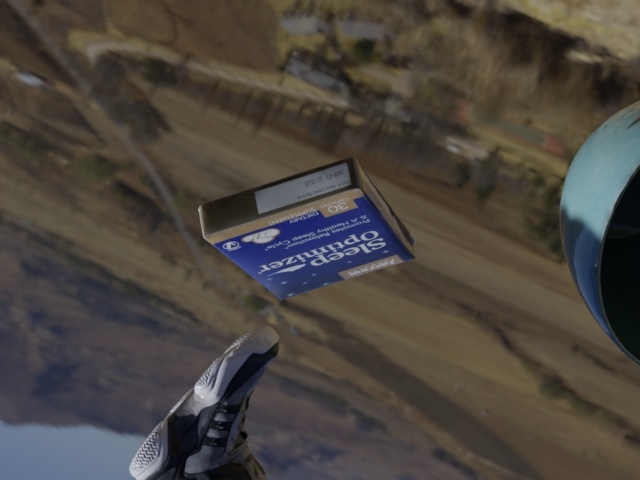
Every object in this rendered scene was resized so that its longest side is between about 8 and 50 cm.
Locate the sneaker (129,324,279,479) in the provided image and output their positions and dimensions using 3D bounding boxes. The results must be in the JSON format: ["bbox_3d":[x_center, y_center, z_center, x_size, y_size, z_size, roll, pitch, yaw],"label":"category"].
[{"bbox_3d":[-0.109,0.239,1.590,0.153,0.268,0.101,41,-166,-1],"label":"sneaker"}]

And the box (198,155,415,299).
[{"bbox_3d":[0.000,0.000,1.099,0.136,0.036,0.225,-18,159,12],"label":"box"}]

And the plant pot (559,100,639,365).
[{"bbox_3d":[0.358,-0.033,1.276,0.290,0.290,0.195,30,-171,-29],"label":"plant pot"}]
